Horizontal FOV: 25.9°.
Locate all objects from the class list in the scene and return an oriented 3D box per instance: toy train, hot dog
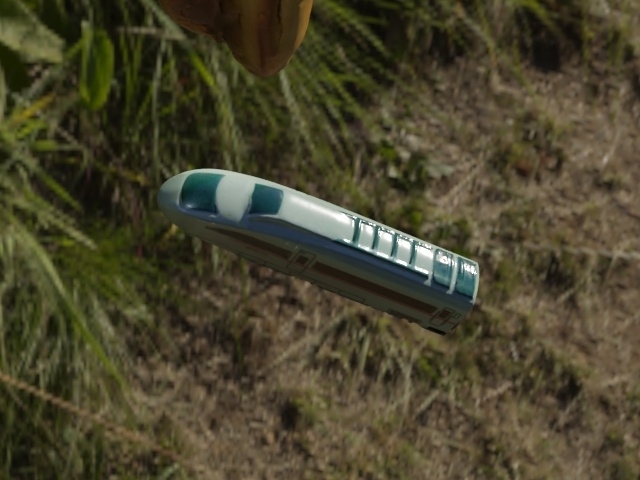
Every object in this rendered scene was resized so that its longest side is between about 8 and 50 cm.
[{"bbox_3d":[0.000,0.000,1.709,0.407,0.088,0.086,21,56,-16],"label":"toy train"},{"bbox_3d":[-0.038,-0.172,0.693,0.100,0.249,0.068,34,67,12],"label":"hot dog"}]
